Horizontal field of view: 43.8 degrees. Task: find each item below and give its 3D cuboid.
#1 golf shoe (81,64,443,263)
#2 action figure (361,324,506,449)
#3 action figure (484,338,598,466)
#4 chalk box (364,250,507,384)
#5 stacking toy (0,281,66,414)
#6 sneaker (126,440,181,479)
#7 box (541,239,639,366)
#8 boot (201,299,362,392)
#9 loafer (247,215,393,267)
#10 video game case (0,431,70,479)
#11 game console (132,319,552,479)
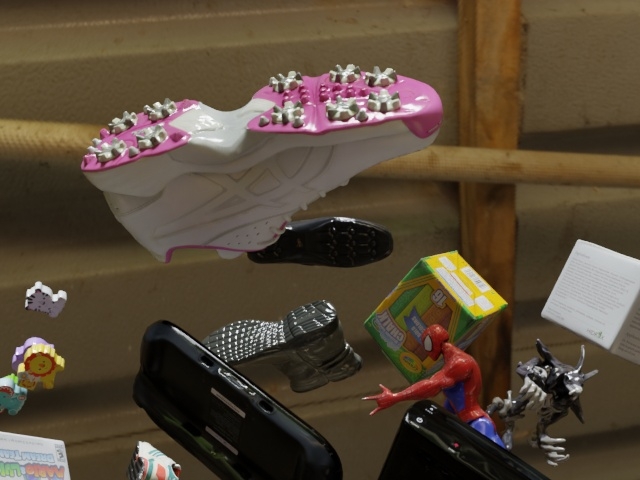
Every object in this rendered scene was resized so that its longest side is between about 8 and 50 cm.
[{"bbox_3d":[-0.043,-0.059,0.674,0.306,0.115,0.140,-7,-58,18],"label":"golf shoe"},{"bbox_3d":[0.151,0.236,0.894,0.139,0.091,0.280,-25,-108,11],"label":"action figure"},{"bbox_3d":[0.320,0.267,1.219,0.276,0.141,0.164,-32,-75,-1],"label":"action figure"},{"bbox_3d":[0.173,0.139,1.307,0.132,0.132,0.213,-9,-38,-54],"label":"chalk box"},{"bbox_3d":[-0.403,0.182,1.055,0.052,0.167,0.221,25,-70,-27],"label":"stacking toy"},{"bbox_3d":[-0.272,0.377,1.311,0.075,0.161,0.057,22,-98,-15],"label":"sneaker"},{"bbox_3d":[0.289,0.064,0.753,0.101,0.102,0.087,23,-85,-27],"label":"box"},{"bbox_3d":[-0.063,0.200,1.295,0.247,0.083,0.161,-16,-50,7],"label":"boot"},{"bbox_3d":[0.000,0.000,1.169,0.223,0.078,0.076,-1,-84,17],"label":"loafer"},{"bbox_3d":[-0.296,0.258,0.778,0.019,0.143,0.157,-27,-27,13],"label":"video game case"},{"bbox_3d":[-0.003,0.170,0.575,0.044,0.361,0.213,-24,-41,-51],"label":"game console"}]
